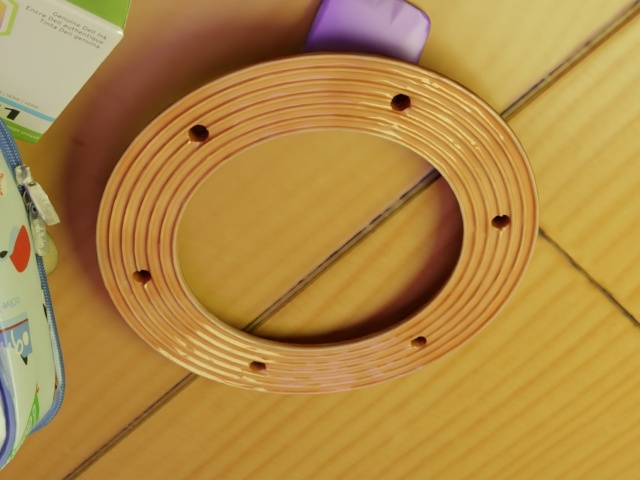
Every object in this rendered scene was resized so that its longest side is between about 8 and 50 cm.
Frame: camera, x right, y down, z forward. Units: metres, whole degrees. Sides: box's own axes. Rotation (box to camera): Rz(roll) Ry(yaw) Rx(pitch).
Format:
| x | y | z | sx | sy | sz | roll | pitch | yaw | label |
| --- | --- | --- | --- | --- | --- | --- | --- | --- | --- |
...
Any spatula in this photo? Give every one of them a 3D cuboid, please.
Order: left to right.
| x | y | z | sx | sy | sz | roll | pitch | yaw | label |
| --- | --- | --- | --- | --- | --- | --- | --- | --- | --- |
| 0.068 | -0.202 | 0.592 | 0.084 | 0.030 | 0.296 | 17 | 126 | -17 | spatula |

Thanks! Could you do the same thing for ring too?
| x | y | z | sx | sy | sz | roll | pitch | yaw | label |
| --- | --- | --- | --- | --- | --- | --- | --- | --- | --- |
| 0.000 | 0.000 | 0.716 | 0.337 | 0.032 | 0.336 | -3 | 130 | -4 | ring |

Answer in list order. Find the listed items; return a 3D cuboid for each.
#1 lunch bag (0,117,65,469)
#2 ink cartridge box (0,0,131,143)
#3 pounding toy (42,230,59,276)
| x | y | z | sx | sy | sz | roll | pitch | yaw | label |
| --- | --- | --- | --- | --- | --- | --- | --- | --- | --- |
| -0.302 | 0.031 | 0.540 | 0.303 | 0.115 | 0.243 | -10 | 99 | 6 | lunch bag |
| -0.178 | -0.180 | 0.481 | 0.189 | 0.097 | 0.255 | 23 | 145 | -29 | ink cartridge box |
| -0.303 | 0.038 | 0.707 | 0.270 | 0.154 | 0.154 | -9 | 154 | 12 | pounding toy |
